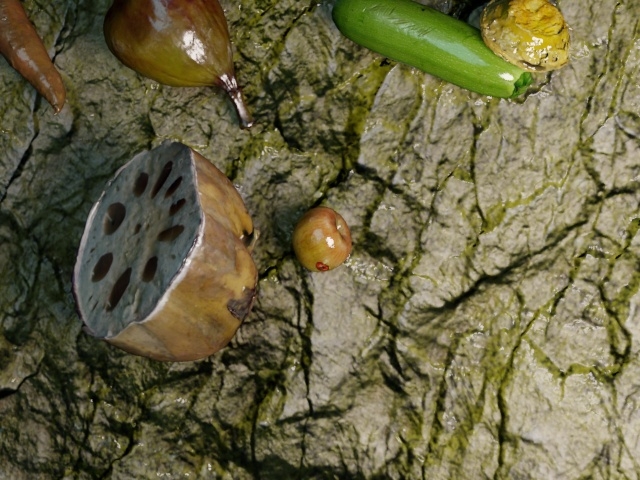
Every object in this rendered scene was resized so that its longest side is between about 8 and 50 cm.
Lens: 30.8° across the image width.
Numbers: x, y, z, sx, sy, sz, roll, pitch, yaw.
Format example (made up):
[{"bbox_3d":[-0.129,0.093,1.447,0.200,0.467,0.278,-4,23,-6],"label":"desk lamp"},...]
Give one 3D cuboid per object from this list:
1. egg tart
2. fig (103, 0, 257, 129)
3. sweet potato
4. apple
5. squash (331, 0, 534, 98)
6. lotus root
[{"bbox_3d":[0.263,-0.266,1.451,0.130,0.052,0.130,9,51,-12],"label":"egg tart"},{"bbox_3d":[-0.183,-0.262,1.606,0.274,0.145,0.170,49,117,4],"label":"fig"},{"bbox_3d":[-0.464,-0.307,1.748,0.072,0.066,0.314,-35,72,18],"label":"sweet potato"},{"bbox_3d":[0.000,0.000,1.508,0.071,0.084,0.084,-23,72,23],"label":"apple"},{"bbox_3d":[0.138,-0.259,1.508,0.292,0.082,0.082,27,89,23],"label":"squash"},{"bbox_3d":[-0.177,0.025,1.502,0.272,0.192,0.272,-33,42,37],"label":"lotus root"}]
